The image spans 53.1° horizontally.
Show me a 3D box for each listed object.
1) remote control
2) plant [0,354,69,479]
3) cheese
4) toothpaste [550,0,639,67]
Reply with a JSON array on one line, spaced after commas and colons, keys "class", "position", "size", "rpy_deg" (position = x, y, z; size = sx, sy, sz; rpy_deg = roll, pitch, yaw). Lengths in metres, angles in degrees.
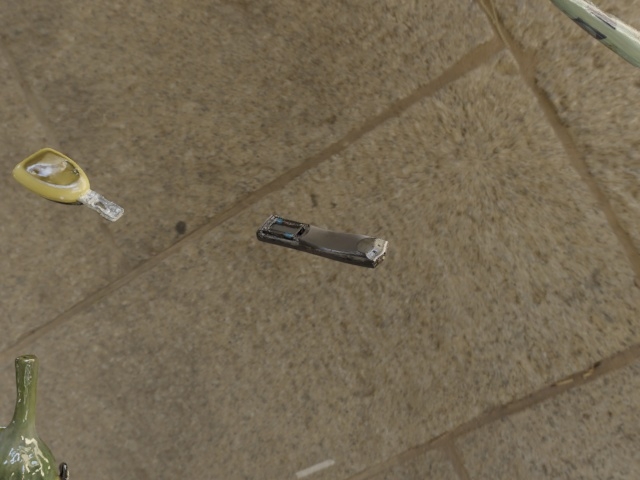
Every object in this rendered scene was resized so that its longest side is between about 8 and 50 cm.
[{"class": "remote control", "position": [0.000, 0.000, 0.976], "size": [0.212, 0.059, 0.028], "rpy_deg": [12, 129, 26]}, {"class": "plant", "position": [-0.412, 0.319, 0.870], "size": [0.306, 0.261, 0.297], "rpy_deg": [14, 69, 10]}, {"class": "cheese", "position": [-0.369, -0.076, 0.955], "size": [0.162, 0.086, 0.036], "rpy_deg": [32, 129, 3]}, {"class": "toothpaste", "position": [0.357, -0.277, 0.817], "size": [0.233, 0.060, 0.038], "rpy_deg": [21, 124, -24]}]
